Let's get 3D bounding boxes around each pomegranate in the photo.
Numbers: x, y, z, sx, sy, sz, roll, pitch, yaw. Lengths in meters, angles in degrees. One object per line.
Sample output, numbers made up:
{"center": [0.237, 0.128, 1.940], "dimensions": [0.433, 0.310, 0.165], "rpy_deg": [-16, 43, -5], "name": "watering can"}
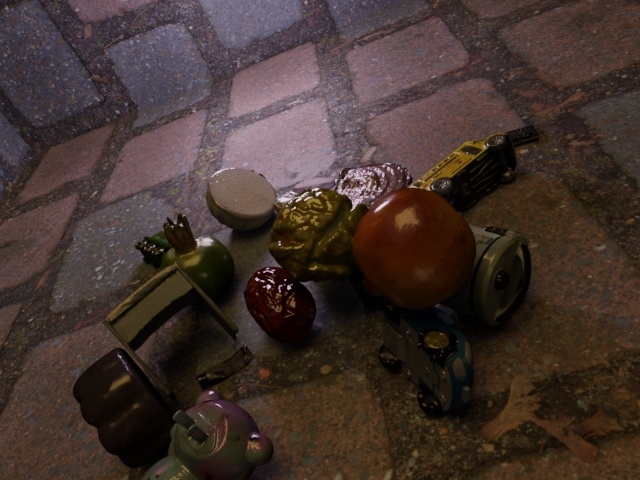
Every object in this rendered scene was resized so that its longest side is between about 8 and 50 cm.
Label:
{"center": [0.195, 0.024, 1.169], "dimensions": [0.264, 0.264, 0.264], "rpy_deg": [-16, 38, 13], "name": "pomegranate"}
{"center": [-0.399, 0.059, 1.711], "dimensions": [0.235, 0.302, 0.236], "rpy_deg": [-9, 37, 7], "name": "pomegranate"}

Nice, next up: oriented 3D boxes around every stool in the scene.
{"center": [-0.404, 0.246, 1.493], "dimensions": [0.243, 0.170, 0.270], "rpy_deg": [-42, 82, -20], "name": "stool"}

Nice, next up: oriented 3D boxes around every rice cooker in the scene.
{"center": [0.381, 0.073, 1.303], "dimensions": [0.226, 0.226, 0.244], "rpy_deg": [-44, 37, -22], "name": "rice cooker"}

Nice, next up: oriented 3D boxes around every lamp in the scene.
{"center": [-0.277, 0.480, 1.186], "dimensions": [0.247, 0.247, 0.301], "rpy_deg": [27, 66, 42], "name": "lamp"}

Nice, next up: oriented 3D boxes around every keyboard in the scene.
{"center": [0.598, -0.328, 1.807], "dimensions": [0.230, 0.025, 0.094], "rpy_deg": [-16, 36, 14], "name": "keyboard"}

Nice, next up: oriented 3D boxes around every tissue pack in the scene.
{"center": [-0.046, -0.030, 1.670], "dimensions": [0.090, 0.222, 0.186], "rpy_deg": [-36, 38, -8], "name": "tissue pack"}

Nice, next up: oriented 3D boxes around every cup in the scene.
{"center": [0.172, 0.114, 1.467], "dimensions": [0.155, 0.131, 0.177], "rpy_deg": [-31, 62, 1], "name": "cup"}

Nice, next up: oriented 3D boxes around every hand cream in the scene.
{"center": [-0.264, 0.350, 1.506], "dimensions": [0.163, 0.039, 0.062], "rpy_deg": [-30, 35, -14], "name": "hand cream"}

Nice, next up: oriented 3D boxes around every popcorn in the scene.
{"center": [0.003, -0.006, 1.433], "dimensions": [0.282, 0.282, 0.247], "rpy_deg": [8, 82, 37], "name": "popcorn"}

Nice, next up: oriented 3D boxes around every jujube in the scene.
{"center": [-0.112, 0.174, 1.510], "dimensions": [0.174, 0.174, 0.250], "rpy_deg": [-37, 37, -14], "name": "jujube"}

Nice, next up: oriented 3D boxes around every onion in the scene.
{"center": [0.150, -0.117, 1.720], "dimensions": [0.279, 0.146, 0.314], "rpy_deg": [3, 38, 34], "name": "onion"}

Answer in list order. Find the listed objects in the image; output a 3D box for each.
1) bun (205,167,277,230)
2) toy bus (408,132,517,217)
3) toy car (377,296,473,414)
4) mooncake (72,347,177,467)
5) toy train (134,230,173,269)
{"center": [-0.299, -0.123, 1.992], "dimensions": [0.263, 0.175, 0.263], "rpy_deg": [14, 44, -14], "name": "bun"}
{"center": [0.435, -0.193, 1.645], "dimensions": [0.330, 0.144, 0.152], "rpy_deg": [-37, 35, -11], "name": "toy bus"}
{"center": [0.249, 0.236, 1.220], "dimensions": [0.165, 0.198, 0.314], "rpy_deg": [-20, 33, -20], "name": "toy car"}
{"center": [-0.480, 0.416, 1.356], "dimensions": [0.154, 0.306, 0.306], "rpy_deg": [-38, 38, -16], "name": "mooncake"}
{"center": [-0.592, 0.029, 2.041], "dimensions": [0.225, 0.090, 0.137], "rpy_deg": [17, 48, 43], "name": "toy train"}
